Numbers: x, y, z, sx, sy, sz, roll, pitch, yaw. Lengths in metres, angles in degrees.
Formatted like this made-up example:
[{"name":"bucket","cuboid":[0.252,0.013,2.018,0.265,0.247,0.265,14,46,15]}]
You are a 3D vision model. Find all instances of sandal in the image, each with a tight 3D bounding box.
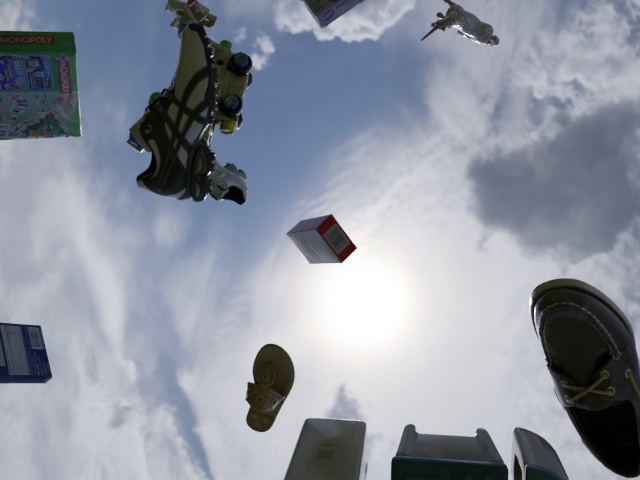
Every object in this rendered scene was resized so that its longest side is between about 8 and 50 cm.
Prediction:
[{"name":"sandal","cuboid":[-0.110,0.317,1.200,0.088,0.079,0.240,17,-55,3]}]

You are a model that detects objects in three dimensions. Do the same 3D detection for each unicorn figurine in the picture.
[{"name":"unicorn figurine","cuboid":[0.231,-0.359,1.008,0.111,0.161,0.060,-108,-151,-55]}]

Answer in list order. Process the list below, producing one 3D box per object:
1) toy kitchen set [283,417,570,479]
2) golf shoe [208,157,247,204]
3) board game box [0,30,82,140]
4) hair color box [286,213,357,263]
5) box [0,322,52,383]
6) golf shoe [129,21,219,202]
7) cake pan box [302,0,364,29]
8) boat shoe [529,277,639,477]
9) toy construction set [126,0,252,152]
[{"name":"toy kitchen set","cuboid":[0.081,0.237,0.445,0.207,0.122,0.166,0,-80,9]},{"name":"golf shoe","cuboid":[-0.212,-0.120,1.184,0.069,0.176,0.086,-48,-133,30]},{"name":"board game box","cuboid":[-0.588,-0.293,1.197,0.317,0.213,0.046,133,-54,-62]},{"name":"hair color box","cuboid":[0.000,0.000,1.297,0.053,0.093,0.167,-43,-165,-21]},{"name":"box","cuboid":[-0.695,0.239,1.304,0.036,0.225,0.137,-35,-117,19]},{"name":"golf shoe","cuboid":[-0.162,-0.140,0.671,0.077,0.093,0.198,-138,-128,-68]},{"name":"cake pan box","cuboid":[0.034,-0.626,1.315,0.266,0.070,0.246,-33,-106,6]},{"name":"boat shoe","cuboid":[0.365,0.188,0.806,0.116,0.324,0.097,-15,-147,31]},{"name":"toy construction set","cuboid":[-0.257,-0.320,1.247,0.214,0.151,0.328,11,-95,-3]}]
